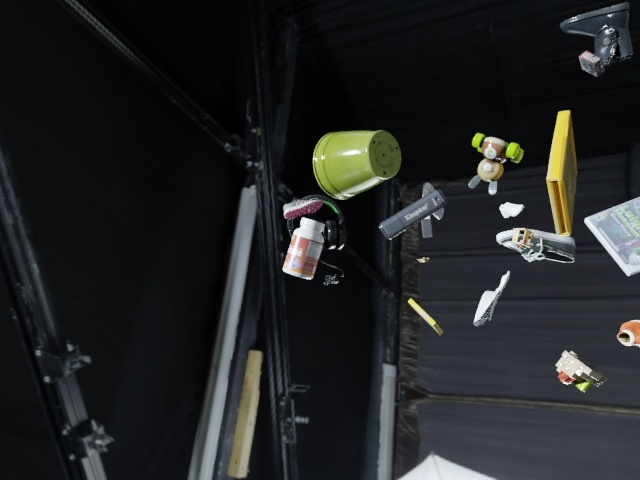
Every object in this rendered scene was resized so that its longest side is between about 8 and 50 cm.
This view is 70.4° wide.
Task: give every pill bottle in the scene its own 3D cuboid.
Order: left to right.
[{"bbox_3d":[-0.057,0.029,1.719,0.121,0.121,0.216,18,-92,-62],"label":"pill bottle"}]

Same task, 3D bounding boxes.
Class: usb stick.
[{"bbox_3d":[0.351,-0.099,1.725,0.077,0.277,0.045,58,178,17],"label":"usb stick"}]

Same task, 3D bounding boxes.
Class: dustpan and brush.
[{"bbox_3d":[0.590,0.198,1.552,0.147,0.060,0.211,30,-102,-61],"label":"dustpan and brush"}]

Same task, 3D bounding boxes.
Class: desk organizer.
[{"bbox_3d":[0.514,-0.083,2.188,0.050,0.047,0.131,-18,-78,-69],"label":"desk organizer"}]

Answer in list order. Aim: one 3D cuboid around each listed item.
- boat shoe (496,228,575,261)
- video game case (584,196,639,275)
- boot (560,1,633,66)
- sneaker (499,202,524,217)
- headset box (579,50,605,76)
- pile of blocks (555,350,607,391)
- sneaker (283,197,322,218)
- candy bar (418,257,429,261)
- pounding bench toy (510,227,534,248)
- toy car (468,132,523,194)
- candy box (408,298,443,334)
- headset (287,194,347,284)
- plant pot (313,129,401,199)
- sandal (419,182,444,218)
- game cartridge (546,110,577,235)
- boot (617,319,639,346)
[{"bbox_3d":[0.836,0.031,1.759,0.113,0.305,0.105,120,158,-67],"label":"boat shoe"},{"bbox_3d":[0.849,-0.016,1.222,0.022,0.173,0.191,69,180,-57],"label":"video game case"},{"bbox_3d":[1.073,-0.782,1.772,0.094,0.246,0.208,-19,-75,-45],"label":"boot"},{"bbox_3d":[0.869,-0.144,2.072,0.061,0.053,0.152,51,167,-2],"label":"sneaker"},{"bbox_3d":[0.919,-0.601,1.541,0.062,0.032,0.083,40,-164,-42],"label":"headset box"},{"bbox_3d":[0.937,0.493,1.650,0.113,0.149,0.362,-57,-33,9],"label":"pile of blocks"},{"bbox_3d":[-0.076,-0.145,1.843,0.063,0.170,0.075,85,162,-50],"label":"sneaker"},{"bbox_3d":[0.590,0.112,2.591,0.161,0.040,0.018,-5,-74,-67],"label":"candy bar"},{"bbox_3d":[0.742,-0.001,1.650,0.083,0.052,0.065,19,-97,-26],"label":"pounding bench toy"},{"bbox_3d":[0.613,-0.268,1.638,0.148,0.155,0.189,6,-73,-56],"label":"toy car"},{"bbox_3d":[0.523,0.378,2.264,0.105,0.027,0.206,50,178,-38],"label":"candy box"},{"bbox_3d":[0.000,0.000,1.977,0.185,0.243,0.395,159,91,-79],"label":"headset"},{"bbox_3d":[0.211,-0.413,2.332,0.366,0.352,0.367,2,-93,-37],"label":"plant pot"},{"bbox_3d":[0.563,-0.196,2.364,0.265,0.076,0.102,47,-116,-43],"label":"sandal"},{"bbox_3d":[0.830,-0.227,1.541,0.285,0.052,0.324,53,-129,-41],"label":"game cartridge"},{"bbox_3d":[0.804,0.241,1.174,0.158,0.084,0.059,-3,-86,-80],"label":"boot"}]
